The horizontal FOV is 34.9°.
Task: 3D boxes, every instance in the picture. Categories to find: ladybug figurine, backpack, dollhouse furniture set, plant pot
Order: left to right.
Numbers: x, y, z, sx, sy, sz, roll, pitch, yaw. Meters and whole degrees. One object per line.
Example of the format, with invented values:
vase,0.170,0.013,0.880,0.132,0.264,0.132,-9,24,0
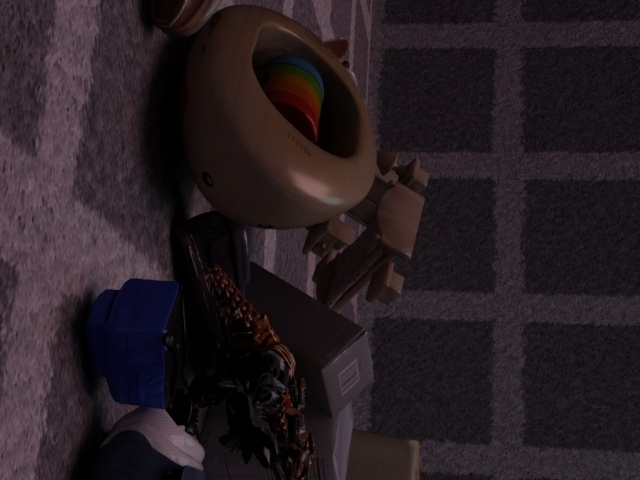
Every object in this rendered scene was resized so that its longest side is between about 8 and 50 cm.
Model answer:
backpack,-0.188,0.109,1.059,0.098,0.101,0.120,-74,167,-54
ladybug figurine,-0.068,-0.162,1.389,0.305,0.162,0.449,40,28,-16
dollhouse furniture set,0.000,0.000,1.574,0.303,0.174,0.355,-48,-165,39
plant pot,0.021,0.455,1.799,0.334,0.306,0.333,1,90,-82

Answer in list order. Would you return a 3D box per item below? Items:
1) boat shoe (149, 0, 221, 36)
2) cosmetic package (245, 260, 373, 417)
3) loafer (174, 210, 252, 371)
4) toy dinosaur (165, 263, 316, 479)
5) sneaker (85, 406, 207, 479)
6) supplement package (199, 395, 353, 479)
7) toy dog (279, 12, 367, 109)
boat shoe,-0.161,-0.406,1.208,0.116,0.123,0.324,14,85,-47
cosmetic package,-0.044,0.145,1.530,0.107,0.238,0.127,-40,144,-24
loafer,-0.152,0.091,1.419,0.109,0.095,0.302,-129,-146,-53
toy dinosaur,-0.100,0.196,1.352,0.322,0.164,0.218,55,34,-5
sneaker,-0.166,0.327,1.123,0.236,0.130,0.322,-75,158,-44
supplement package,-0.062,0.300,1.573,0.194,0.203,0.149,-77,165,-51
toy dog,-0.013,-0.316,1.857,0.333,0.220,0.161,81,28,-71
